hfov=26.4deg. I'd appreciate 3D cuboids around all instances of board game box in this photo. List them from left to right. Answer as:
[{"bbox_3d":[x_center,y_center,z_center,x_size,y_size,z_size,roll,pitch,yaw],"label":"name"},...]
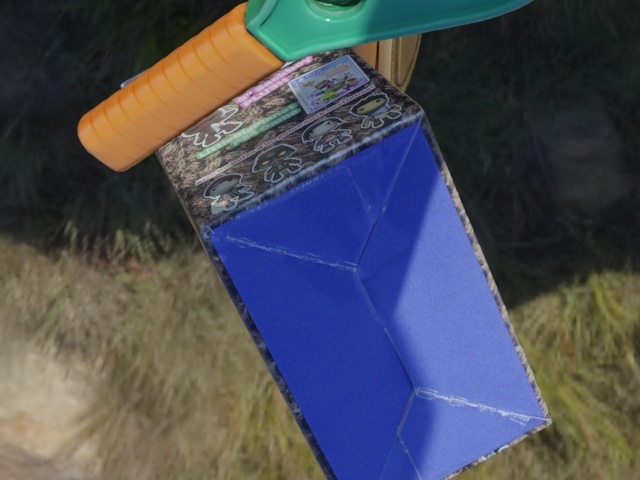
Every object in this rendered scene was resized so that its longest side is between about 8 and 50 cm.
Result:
[{"bbox_3d":[0.000,0.000,0.902,0.141,0.291,0.232,-28,116,-4],"label":"board game box"}]

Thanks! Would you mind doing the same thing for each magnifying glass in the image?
[{"bbox_3d":[-0.002,-0.087,0.493,0.231,0.026,0.092,-28,131,32],"label":"magnifying glass"}]

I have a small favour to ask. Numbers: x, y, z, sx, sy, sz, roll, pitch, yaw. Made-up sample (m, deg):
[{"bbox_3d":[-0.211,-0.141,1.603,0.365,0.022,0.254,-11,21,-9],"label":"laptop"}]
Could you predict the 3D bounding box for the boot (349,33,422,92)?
[{"bbox_3d":[-0.038,-0.240,1.054,0.220,0.109,0.283,-2,117,19],"label":"boot"}]
